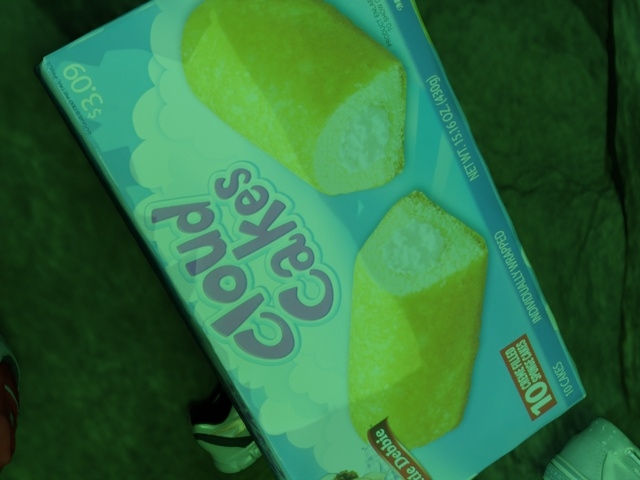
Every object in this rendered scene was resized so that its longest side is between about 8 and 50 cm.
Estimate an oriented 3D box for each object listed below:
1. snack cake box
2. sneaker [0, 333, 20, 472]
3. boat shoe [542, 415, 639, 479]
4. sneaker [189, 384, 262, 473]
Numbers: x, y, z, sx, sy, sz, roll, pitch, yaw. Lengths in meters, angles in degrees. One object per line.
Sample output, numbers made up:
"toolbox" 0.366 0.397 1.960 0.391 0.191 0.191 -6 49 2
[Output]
"snack cake box" 0.000 0.000 0.400 0.152 0.089 0.264 -32 108 -14
"sneaker" -0.224 0.158 0.352 0.107 0.118 0.279 31 92 -31
"boat shoe" 0.267 0.201 0.638 0.227 0.079 0.081 33 96 -28
"sneaker" -0.027 0.083 0.471 0.109 0.040 0.044 -42 119 -8
